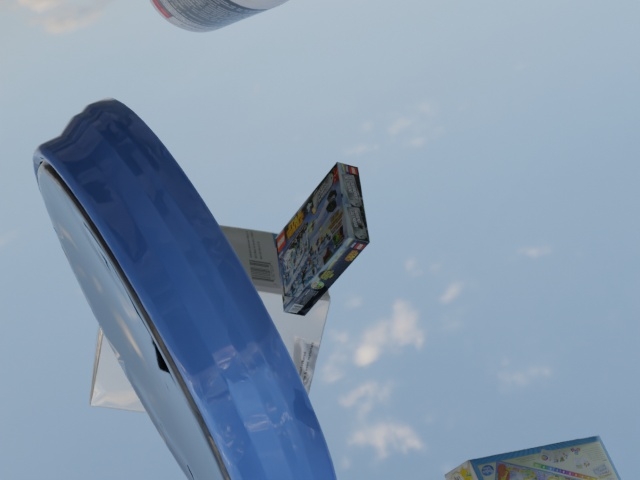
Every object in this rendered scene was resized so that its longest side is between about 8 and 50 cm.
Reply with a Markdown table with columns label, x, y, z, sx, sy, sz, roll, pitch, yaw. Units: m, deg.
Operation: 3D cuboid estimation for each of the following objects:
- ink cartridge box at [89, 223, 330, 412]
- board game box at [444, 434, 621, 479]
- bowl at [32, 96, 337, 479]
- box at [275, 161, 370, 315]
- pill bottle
| label | x | y | z | sx | sy | sz | roll | pitch | yaw |
| --- | --- | --- | --- | --- | --- | --- | --- | --- | --- |
| ink cartridge box | -0.147 | 0.100 | 1.676 | 0.270 | 0.197 | 0.198 | 9 | -159 | -10 |
| board game box | 0.163 | 0.193 | 0.898 | 0.154 | 0.103 | 0.026 | 0 | 148 | -44 |
| bowl | -0.119 | 0.075 | 1.068 | 0.077 | 0.391 | 0.391 | -29 | -156 | -15 |
| box | 0.000 | 0.000 | 1.294 | 0.137 | 0.027 | 0.094 | -49 | -142 | 44 |
| pill bottle | -0.108 | -0.366 | 1.677 | 0.161 | 0.161 | 0.283 | -33 | -165 | -25 |
